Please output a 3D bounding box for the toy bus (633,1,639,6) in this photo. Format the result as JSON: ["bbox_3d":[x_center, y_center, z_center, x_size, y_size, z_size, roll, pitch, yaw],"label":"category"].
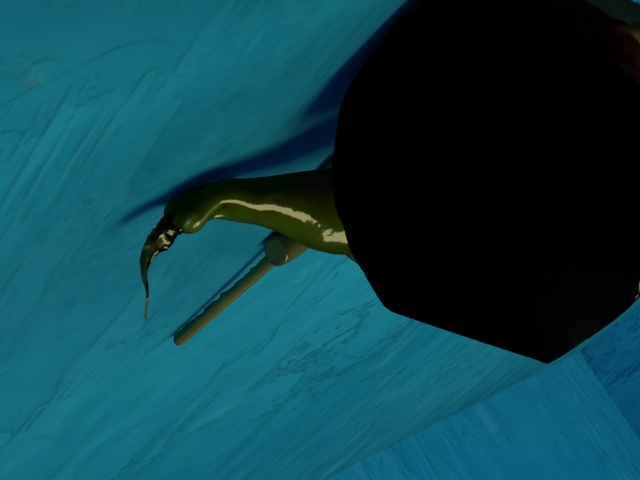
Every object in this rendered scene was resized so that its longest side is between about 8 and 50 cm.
[{"bbox_3d":[0.336,-0.138,1.256,0.113,0.139,0.301,1,-163,-6],"label":"toy bus"}]

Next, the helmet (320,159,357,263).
[{"bbox_3d":[0.120,-0.039,1.374,0.258,0.137,0.204,-31,165,-9],"label":"helmet"}]

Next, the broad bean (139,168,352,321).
[{"bbox_3d":[-0.001,-0.011,1.225,0.318,0.098,0.056,-9,-168,-24],"label":"broad bean"}]

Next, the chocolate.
[{"bbox_3d":[0.172,-0.066,1.160,0.283,0.283,0.186,-42,168,32],"label":"chocolate"}]

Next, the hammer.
[{"bbox_3d":[-0.079,0.047,1.477,0.195,0.028,0.060,-39,171,35],"label":"hammer"}]
